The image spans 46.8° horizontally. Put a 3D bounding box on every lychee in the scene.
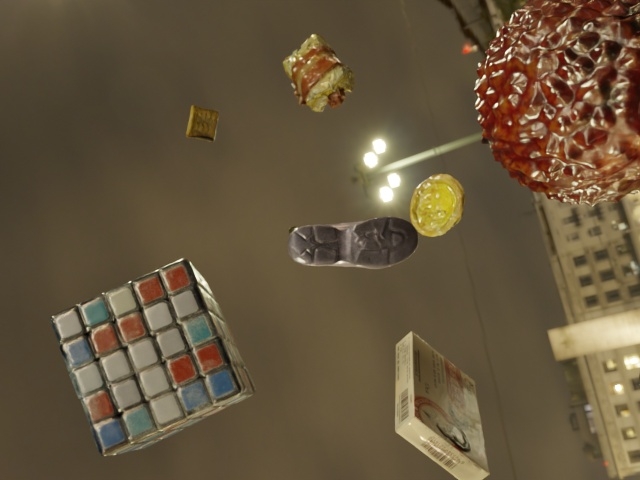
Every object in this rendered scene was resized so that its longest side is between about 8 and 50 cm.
[{"bbox_3d":[0.483,-0.268,1.375,0.424,0.500,0.424,16,-116,-37],"label":"lychee"}]

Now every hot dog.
[{"bbox_3d":[-0.002,-0.389,1.756,0.103,0.146,0.213,42,-162,-51],"label":"hot dog"}]

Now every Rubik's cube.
[{"bbox_3d":[-0.322,0.239,1.491,0.287,0.293,0.292,90,157,-78],"label":"Rubik's cube"}]

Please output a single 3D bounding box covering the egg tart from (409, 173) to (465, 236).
[{"bbox_3d":[0.341,-0.098,2.129,0.074,0.191,0.191,10,-117,-48],"label":"egg tart"}]

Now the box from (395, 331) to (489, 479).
[{"bbox_3d":[0.268,0.369,1.675,0.214,0.069,0.353,39,-157,-11],"label":"box"}]

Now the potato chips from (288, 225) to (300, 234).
[{"bbox_3d":[0.000,0.000,2.302,0.142,0.209,0.026,9,-78,-51],"label":"potato chips"}]

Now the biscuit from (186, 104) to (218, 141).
[{"bbox_3d":[-0.293,-0.290,1.839,0.083,0.018,0.081,5,-81,-45],"label":"biscuit"}]

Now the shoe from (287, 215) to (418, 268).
[{"bbox_3d":[0.058,0.005,1.398,0.137,0.245,0.095,-158,64,-84],"label":"shoe"}]
